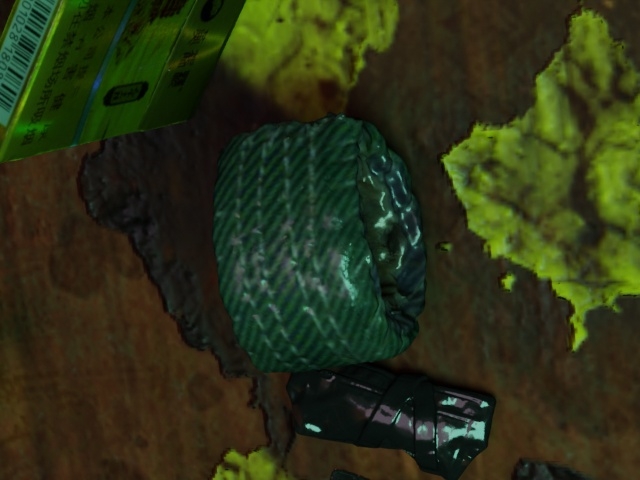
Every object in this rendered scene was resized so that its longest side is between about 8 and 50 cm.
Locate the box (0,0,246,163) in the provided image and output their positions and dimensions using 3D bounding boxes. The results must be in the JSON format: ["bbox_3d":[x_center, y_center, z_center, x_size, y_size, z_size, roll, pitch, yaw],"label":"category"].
[{"bbox_3d":[-0.104,-0.110,0.905,0.030,0.193,0.121,35,114,17],"label":"box"}]

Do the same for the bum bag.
[{"bbox_3d":[0.038,0.098,0.974,0.124,0.034,0.058,14,93,21],"label":"bum bag"}]

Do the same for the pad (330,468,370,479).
[{"bbox_3d":[0.040,0.242,1.020,0.116,0.004,0.193,17,108,21],"label":"pad"}]

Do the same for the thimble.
[{"bbox_3d":[0.001,0.002,0.925,0.090,0.118,0.135,-9,81,21],"label":"thimble"}]
